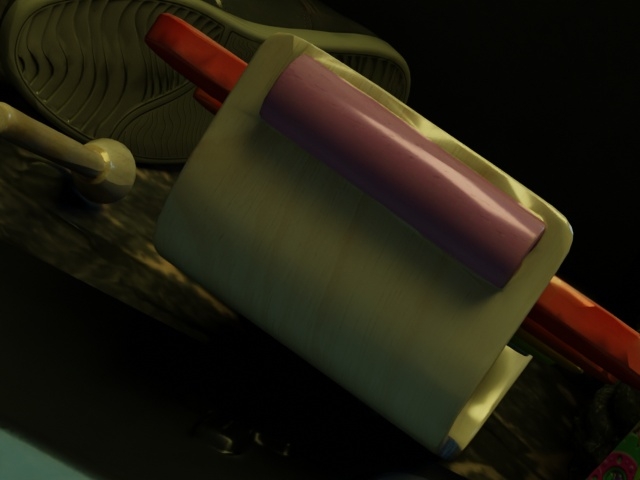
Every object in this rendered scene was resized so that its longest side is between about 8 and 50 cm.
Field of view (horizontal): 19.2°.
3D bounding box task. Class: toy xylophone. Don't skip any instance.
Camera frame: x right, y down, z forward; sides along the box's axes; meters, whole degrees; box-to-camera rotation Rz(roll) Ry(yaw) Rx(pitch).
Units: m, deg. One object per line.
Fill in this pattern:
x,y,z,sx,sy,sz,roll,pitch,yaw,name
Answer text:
0.000,0.000,0.715,0.236,0.081,0.323,35,-3,1,toy xylophone

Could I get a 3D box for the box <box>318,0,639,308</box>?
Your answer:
0.202,-0.240,1.151,0.480,0.297,0.472,36,34,-5,box

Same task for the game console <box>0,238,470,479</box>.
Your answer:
-0.074,0.122,0.501,0.342,0.060,0.386,30,25,12,game console

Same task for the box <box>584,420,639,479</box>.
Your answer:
0.289,0.140,0.595,0.279,0.177,0.290,19,27,-45,box

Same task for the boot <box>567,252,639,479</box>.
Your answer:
0.276,0.136,0.900,0.348,0.131,0.260,28,21,1,boot

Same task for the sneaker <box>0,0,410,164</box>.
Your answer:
-0.074,-0.096,0.908,0.222,0.083,0.118,7,25,-41,sneaker
